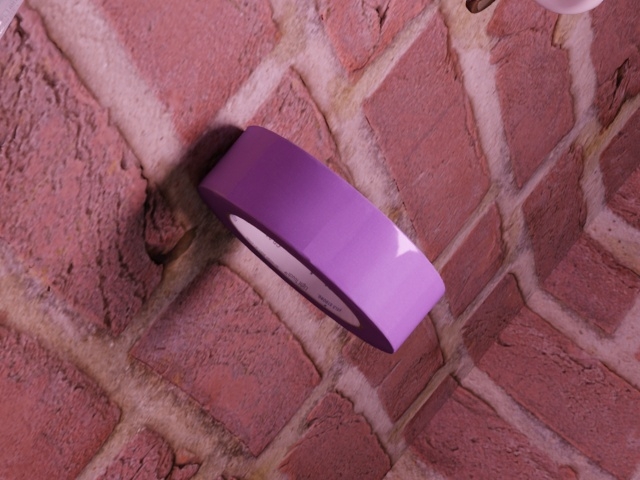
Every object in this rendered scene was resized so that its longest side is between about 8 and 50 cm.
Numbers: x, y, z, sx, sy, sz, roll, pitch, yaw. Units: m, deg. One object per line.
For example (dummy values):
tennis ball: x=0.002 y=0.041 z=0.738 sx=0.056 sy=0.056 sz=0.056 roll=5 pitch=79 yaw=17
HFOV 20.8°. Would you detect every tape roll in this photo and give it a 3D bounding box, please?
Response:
tape roll: x=0.000 y=0.000 z=1.854 sx=0.090 sy=0.275 sz=0.275 roll=-50 pitch=161 yaw=-7

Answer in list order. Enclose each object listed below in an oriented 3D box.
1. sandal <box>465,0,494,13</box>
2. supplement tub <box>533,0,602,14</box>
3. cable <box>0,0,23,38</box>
sandal: x=0.215 y=-0.365 z=2.047 sx=0.219 sy=0.060 sz=0.090 roll=-65 pitch=168 yaw=-7
supplement tub: x=0.346 y=-0.381 z=2.173 sx=0.200 sy=0.144 sz=0.144 roll=-36 pitch=155 yaw=-39
cable: x=-0.243 y=-0.179 z=1.149 sx=0.257 sy=0.089 sz=0.257 roll=-59 pitch=-172 yaw=-22
